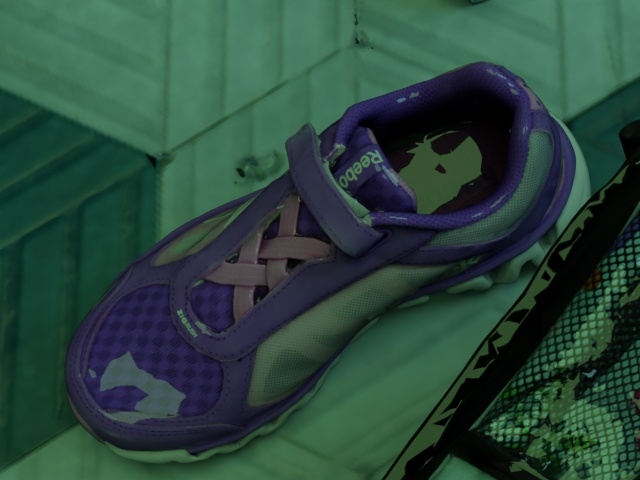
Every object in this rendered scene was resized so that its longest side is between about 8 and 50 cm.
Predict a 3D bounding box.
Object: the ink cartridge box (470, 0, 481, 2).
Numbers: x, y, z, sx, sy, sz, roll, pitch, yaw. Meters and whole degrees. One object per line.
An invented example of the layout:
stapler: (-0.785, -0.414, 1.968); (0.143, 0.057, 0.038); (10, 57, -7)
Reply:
ink cartridge box: (0.125, -0.239, 0.784); (0.232, 0.066, 0.189); (-27, 71, -1)

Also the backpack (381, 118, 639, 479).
backpack: (0.099, 0.120, 0.571); (0.191, 0.225, 0.253); (41, 82, 21)

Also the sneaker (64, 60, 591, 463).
sneaker: (0.000, 0.000, 0.681); (0.236, 0.104, 0.095); (-30, 73, -6)
